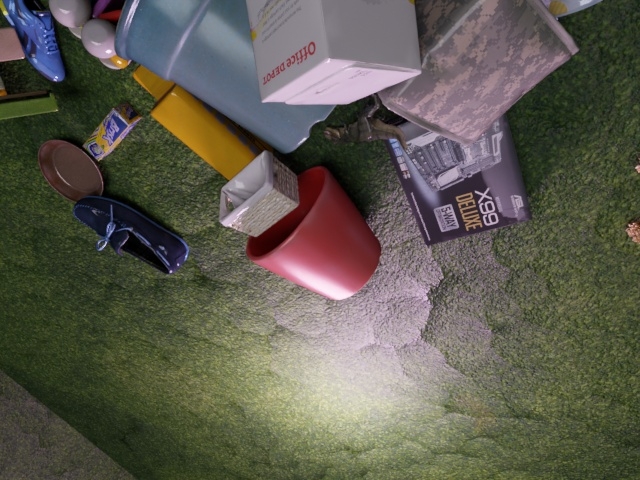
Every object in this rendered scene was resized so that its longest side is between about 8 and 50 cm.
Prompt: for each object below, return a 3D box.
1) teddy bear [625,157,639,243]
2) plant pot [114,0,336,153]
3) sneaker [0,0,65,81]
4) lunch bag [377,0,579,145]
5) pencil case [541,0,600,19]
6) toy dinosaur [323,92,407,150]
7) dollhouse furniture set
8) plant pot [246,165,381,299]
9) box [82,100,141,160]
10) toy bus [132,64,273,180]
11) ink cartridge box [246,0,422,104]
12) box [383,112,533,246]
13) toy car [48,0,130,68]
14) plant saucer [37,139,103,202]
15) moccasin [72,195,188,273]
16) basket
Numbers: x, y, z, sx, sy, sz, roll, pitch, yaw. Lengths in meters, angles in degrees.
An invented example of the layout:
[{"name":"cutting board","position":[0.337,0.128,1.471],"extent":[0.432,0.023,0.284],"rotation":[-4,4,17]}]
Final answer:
[{"name":"teddy bear","position":[0.771,-0.060,0.837],"extent":[0.245,0.113,0.338],"rotation":[-5,122,21]},{"name":"plant pot","position":[-0.119,-0.359,0.762],"extent":[0.334,0.341,0.341],"rotation":[36,126,-21]},{"name":"sneaker","position":[-0.649,-0.477,0.965],"extent":[0.082,0.069,0.209],"rotation":[-8,121,16]},{"name":"lunch bag","position":[0.249,-0.297,0.683],"extent":[0.287,0.169,0.235],"rotation":[14,135,-38]},{"name":"pencil case","position":[0.374,-0.494,0.641],"extent":[0.124,0.113,0.273],"rotation":[-21,117,24]},{"name":"toy dinosaur","position":[0.098,-0.254,0.869],"extent":[0.064,0.268,0.118],"rotation":[-11,109,-29]},{"name":"dollhouse furniture set","position":[-0.757,-0.413,0.999],"extent":[0.301,0.151,0.198],"rotation":[32,137,49]},{"name":"plant pot","position":[0.000,0.000,1.013],"extent":[0.275,0.275,0.243],"rotation":[-34,120,32]},{"name":"box","position":[-0.538,-0.280,1.075],"extent":[0.169,0.059,0.054],"rotation":[-31,113,31]},{"name":"toy bus","position":[-0.259,-0.271,0.941],"extent":[0.108,0.130,0.332],"rotation":[-28,128,29]},{"name":"ink cartridge box","position":[0.010,-0.322,0.567],"extent":[0.171,0.168,0.233],"rotation":[0,99,55]},{"name":"box","position":[0.302,-0.155,0.920],"extent":[0.242,0.076,0.308],"rotation":[-15,118,24]},{"name":"toy car","position":[-0.461,-0.468,0.888],"extent":[0.136,0.159,0.182],"rotation":[-44,107,-1]},{"name":"plant saucer","position":[-0.704,-0.199,1.193],"extent":[0.198,0.036,0.199],"rotation":[7,125,10]},{"name":"moccasin","position":[-0.556,-0.016,1.210],"extent":[0.341,0.117,0.138],"rotation":[25,135,-8]},{"name":"basket","position":[-0.137,-0.099,0.942],"extent":[0.167,0.113,0.103],"rotation":[-32,136,30]}]
